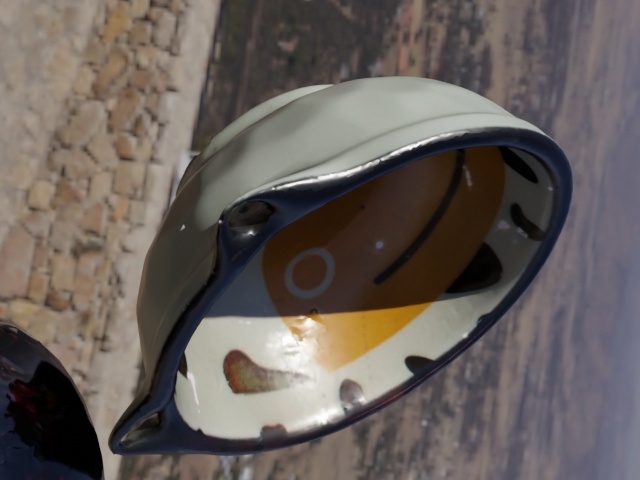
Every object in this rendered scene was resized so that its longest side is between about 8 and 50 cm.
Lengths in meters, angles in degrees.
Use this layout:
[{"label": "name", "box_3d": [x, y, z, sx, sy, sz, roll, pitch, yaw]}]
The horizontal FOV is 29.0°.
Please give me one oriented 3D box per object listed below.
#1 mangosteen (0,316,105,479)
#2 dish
[{"label": "mangosteen", "box_3d": [-0.215, 0.139, 0.550, 0.243, 0.243, 0.242, 8, 90, -75]}, {"label": "dish", "box_3d": [0.000, 0.000, 0.725, 0.120, 0.303, 0.303, 56, -8, 30]}]
